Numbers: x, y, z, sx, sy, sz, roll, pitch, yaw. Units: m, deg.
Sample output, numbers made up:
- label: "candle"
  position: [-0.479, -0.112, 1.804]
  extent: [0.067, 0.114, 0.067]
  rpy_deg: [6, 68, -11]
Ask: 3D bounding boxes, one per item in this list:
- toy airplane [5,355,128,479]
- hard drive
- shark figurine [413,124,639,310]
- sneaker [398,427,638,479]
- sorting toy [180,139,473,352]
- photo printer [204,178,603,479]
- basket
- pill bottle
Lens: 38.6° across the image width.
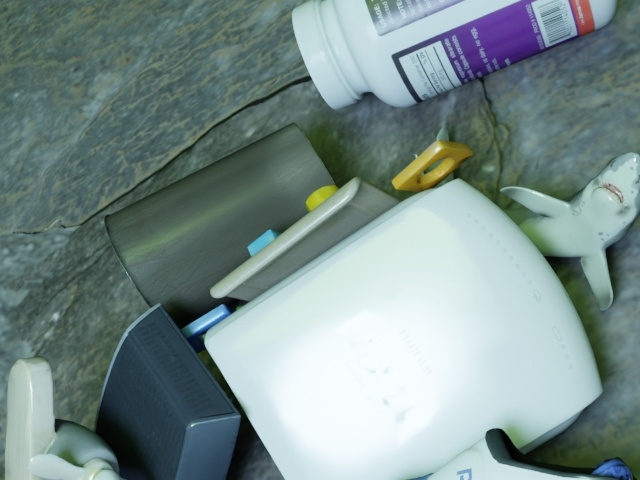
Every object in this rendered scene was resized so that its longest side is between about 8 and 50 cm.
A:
- label: "toy airplane"
  position: [-0.256, 0.359, 0.845]
  extent: [0.273, 0.386, 0.384]
  rpy_deg: [-1, 50, -16]
- label: "hard drive"
  position: [-0.164, 0.207, 0.901]
  extent: [0.172, 0.054, 0.254]
  rpy_deg: [48, 134, 33]
- label: "shark figurine"
  position: [0.226, -0.037, 0.913]
  extent: [0.116, 0.166, 0.278]
  rpy_deg: [-39, 30, -28]
- label: "sneaker"
  position: [0.193, 0.263, 0.677]
  extent: [0.182, 0.127, 0.315]
  rpy_deg: [-44, 64, 10]
- label: "sorting toy"
  position: [0.000, 0.000, 0.911]
  extent: [0.348, 0.196, 0.047]
  rpy_deg: [-37, 69, 17]
- label: "photo printer"
  position: [0.082, 0.110, 0.846]
  extent: [0.308, 0.107, 0.256]
  rpy_deg: [-33, 81, 8]
- label: "basket"
  position: [-0.093, -0.018, 1.001]
  extent: [0.227, 0.204, 0.154]
  rpy_deg: [-31, 81, -2]
- label: "pill bottle"
  position: [0.140, -0.260, 0.990]
  extent: [0.323, 0.181, 0.181]
  rpy_deg: [-20, 59, 16]
